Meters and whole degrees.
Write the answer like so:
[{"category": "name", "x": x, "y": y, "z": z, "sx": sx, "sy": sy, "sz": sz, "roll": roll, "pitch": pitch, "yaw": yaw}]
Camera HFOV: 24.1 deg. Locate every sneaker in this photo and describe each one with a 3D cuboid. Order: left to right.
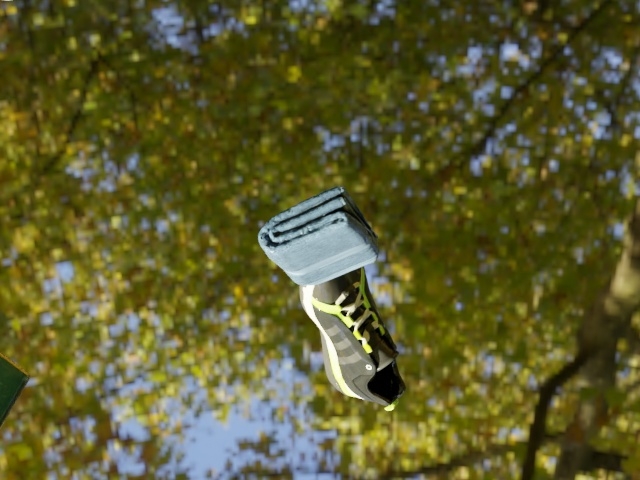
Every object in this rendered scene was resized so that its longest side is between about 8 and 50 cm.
[{"category": "sneaker", "x": 0.051, "y": 0.097, "z": 1.670, "sx": 0.097, "sy": 0.235, "sz": 0.084, "roll": 25, "pitch": -122, "yaw": 37}]

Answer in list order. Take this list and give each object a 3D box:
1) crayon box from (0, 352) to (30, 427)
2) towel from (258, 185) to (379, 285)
[{"category": "crayon box", "x": -0.389, "y": 0.043, "z": 1.048, "sx": 0.203, "sy": 0.323, "sz": 0.083, "roll": -11, "pitch": -136, "yaw": 50}, {"category": "towel", "x": 0.000, "y": 0.000, "z": 0.998, "sx": 0.067, "sy": 0.119, "sz": 0.029, "roll": -23, "pitch": -106, "yaw": 5}]
